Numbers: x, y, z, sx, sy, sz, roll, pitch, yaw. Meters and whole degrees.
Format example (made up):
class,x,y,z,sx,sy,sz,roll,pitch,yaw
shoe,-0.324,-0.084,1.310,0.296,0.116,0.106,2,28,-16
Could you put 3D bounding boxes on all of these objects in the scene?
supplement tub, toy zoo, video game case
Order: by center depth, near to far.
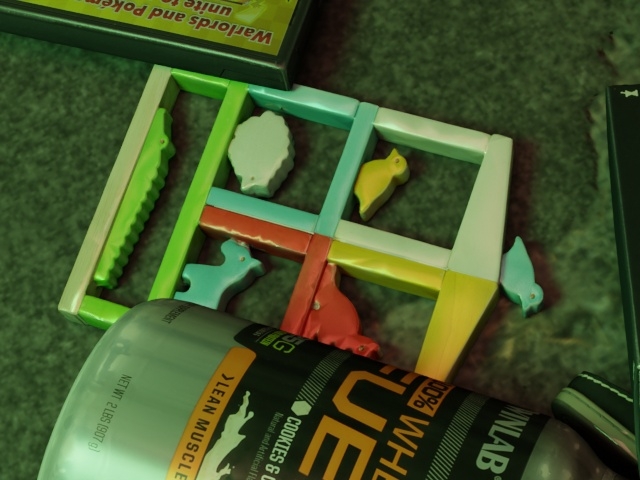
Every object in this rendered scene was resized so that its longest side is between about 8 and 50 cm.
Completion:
class,x,y,z,sx,sy,sz,roll,pitch,yaw
supplement tub,0.019,0.162,0.840,0.316,0.193,0.194,16,75,13
toy zoo,0.000,0.000,0.985,0.293,0.030,0.192,16,74,14
video game case,-0.114,-0.239,1.067,0.274,0.035,0.248,13,66,13

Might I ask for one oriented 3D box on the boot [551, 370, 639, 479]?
class,x,y,z,sx,sy,sz,roll,pitch,yaw
boot,0.271,0.099,0.881,0.236,0.085,0.179,32,78,11

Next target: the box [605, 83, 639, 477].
class,x,y,z,sx,sy,sz,roll,pitch,yaw
box,0.253,0.014,0.827,0.184,0.103,0.261,-2,36,9
